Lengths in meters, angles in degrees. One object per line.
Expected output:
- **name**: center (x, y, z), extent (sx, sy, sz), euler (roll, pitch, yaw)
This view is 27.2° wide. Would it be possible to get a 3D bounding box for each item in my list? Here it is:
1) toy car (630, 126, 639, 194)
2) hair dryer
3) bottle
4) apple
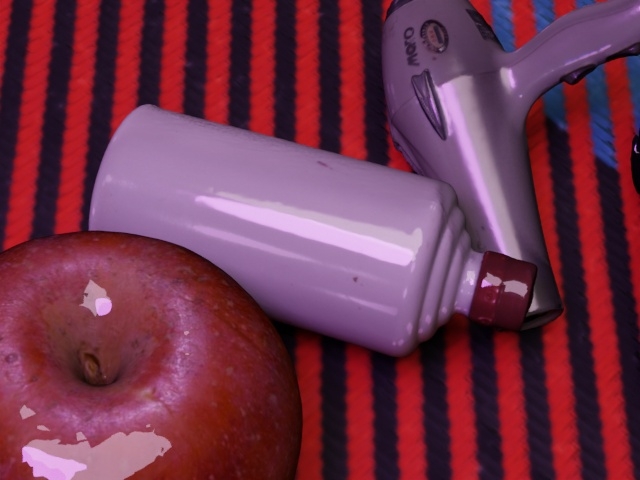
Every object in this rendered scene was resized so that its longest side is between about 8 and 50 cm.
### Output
- **toy car**: center (0.284, -0.026, 0.735), extent (0.188, 0.190, 0.255), euler (5, 63, -2)
- **hair dryer**: center (0.138, -0.056, 0.778), extent (0.225, 0.088, 0.219), euler (-3, 83, 31)
- **bottle**: center (0.000, 0.000, 0.745), extent (0.245, 0.104, 0.104), euler (16, 62, 11)
- **apple**: center (-0.110, 0.100, 0.671), extent (0.201, 0.162, 0.201), euler (3, 51, -4)
